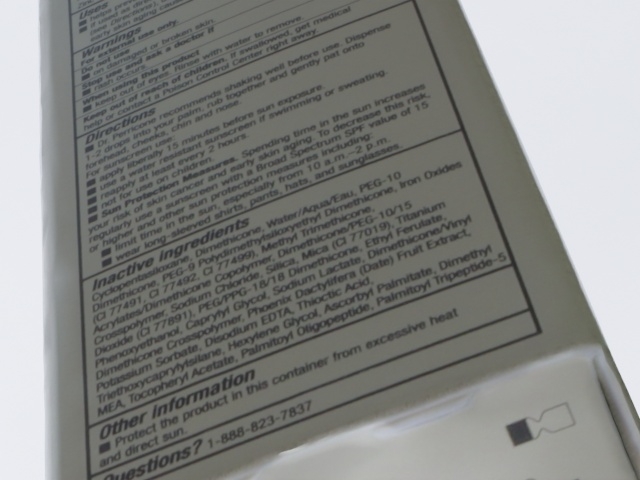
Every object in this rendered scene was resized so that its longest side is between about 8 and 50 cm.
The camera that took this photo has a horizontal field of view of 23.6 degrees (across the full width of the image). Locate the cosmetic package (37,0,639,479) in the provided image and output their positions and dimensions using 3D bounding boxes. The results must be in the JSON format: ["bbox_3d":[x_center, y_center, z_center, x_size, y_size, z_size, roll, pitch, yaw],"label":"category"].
[{"bbox_3d":[0.000,0.000,0.511,0.153,0.129,0.296,-21,-140,8],"label":"cosmetic package"}]
